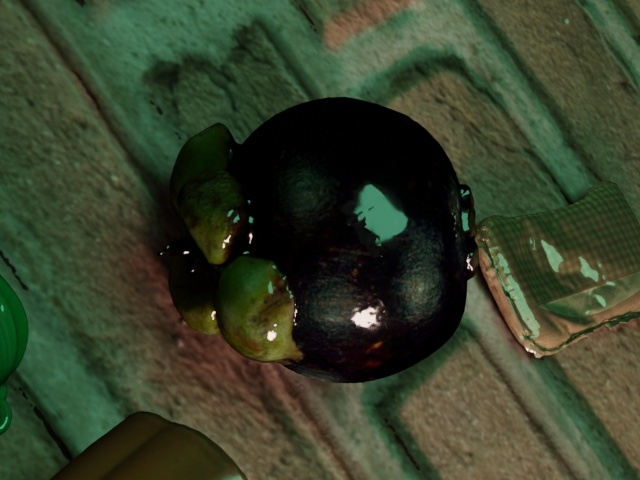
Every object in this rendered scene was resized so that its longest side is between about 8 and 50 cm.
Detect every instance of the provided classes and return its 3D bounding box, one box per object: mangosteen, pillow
[{"bbox_3d":[0.000,0.000,1.387,0.243,0.243,0.243,19,56,-30],"label":"mangosteen"},{"bbox_3d":[0.223,0.025,1.660,0.211,0.034,0.135,-17,79,-41],"label":"pillow"}]

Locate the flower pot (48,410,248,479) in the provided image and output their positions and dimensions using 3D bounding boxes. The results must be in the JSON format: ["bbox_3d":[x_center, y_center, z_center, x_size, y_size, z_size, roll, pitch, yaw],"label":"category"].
[{"bbox_3d":[-0.132,0.227,1.181,0.173,0.190,0.190,-30,87,-30],"label":"flower pot"}]

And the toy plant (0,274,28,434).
[{"bbox_3d":[-0.263,0.043,1.218,0.143,0.105,0.200,-25,95,-36],"label":"toy plant"}]
